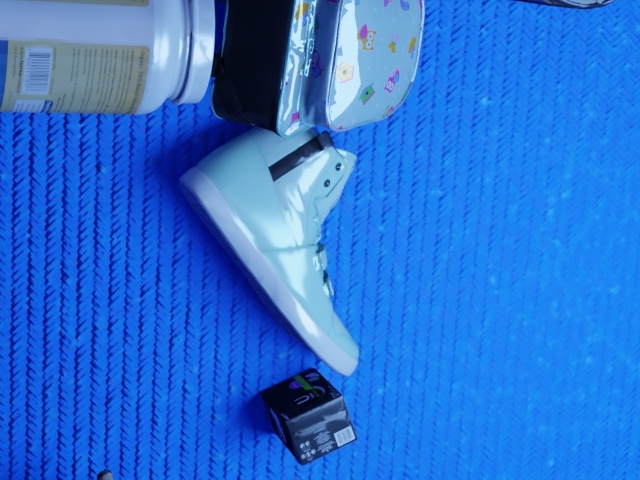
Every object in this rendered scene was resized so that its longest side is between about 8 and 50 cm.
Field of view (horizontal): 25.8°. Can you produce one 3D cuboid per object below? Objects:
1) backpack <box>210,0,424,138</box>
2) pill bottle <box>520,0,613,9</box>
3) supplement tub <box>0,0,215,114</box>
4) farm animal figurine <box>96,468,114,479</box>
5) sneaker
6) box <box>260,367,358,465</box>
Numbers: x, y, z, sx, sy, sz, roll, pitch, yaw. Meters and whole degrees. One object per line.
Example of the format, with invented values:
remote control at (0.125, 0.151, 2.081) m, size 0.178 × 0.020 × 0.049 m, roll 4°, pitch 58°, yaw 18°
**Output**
backpack at (0.009, -0.179, 1.203) m, size 0.188 × 0.144 × 0.166 m, roll -28°, pitch 129°, yaw -57°
pill bottle at (0.184, -0.270, 1.224) m, size 0.123 × 0.219 × 0.123 m, roll -5°, pitch 105°, yaw -19°
supplement tub at (-0.198, -0.176, 1.151) m, size 0.199 × 0.144 × 0.144 m, roll 0°, pitch 103°, yaw -19°
farm animal figurine at (-0.264, 0.398, 1.216) m, size 0.326 × 0.172 × 0.330 m, roll -19°, pitch 134°, yaw -29°
sneaker at (0.000, 0.000, 1.293) m, size 0.151 × 0.094 × 0.256 m, roll -39°, pitch 113°, yaw -10°
box at (-0.012, 0.167, 1.333) m, size 0.062 × 0.083 × 0.052 m, roll -24°, pitch 111°, yaw -13°
